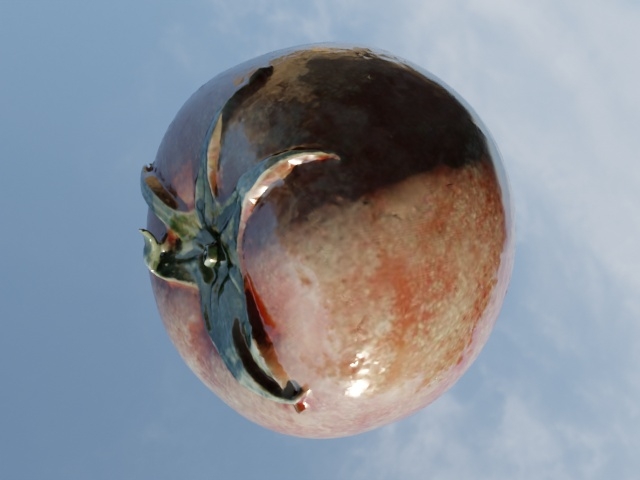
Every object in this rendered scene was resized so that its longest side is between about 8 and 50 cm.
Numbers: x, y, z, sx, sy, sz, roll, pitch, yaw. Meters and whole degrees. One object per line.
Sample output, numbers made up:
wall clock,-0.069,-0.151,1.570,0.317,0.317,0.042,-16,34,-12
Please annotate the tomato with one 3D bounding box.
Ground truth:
tomato,0.000,0.000,0.658,0.283,0.317,0.316,-7,-113,-39
